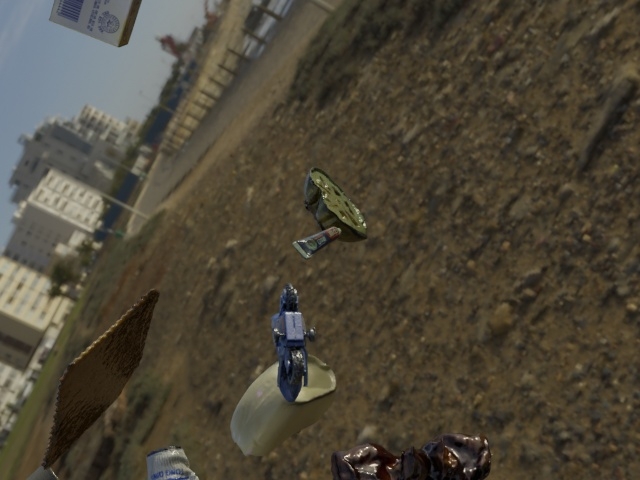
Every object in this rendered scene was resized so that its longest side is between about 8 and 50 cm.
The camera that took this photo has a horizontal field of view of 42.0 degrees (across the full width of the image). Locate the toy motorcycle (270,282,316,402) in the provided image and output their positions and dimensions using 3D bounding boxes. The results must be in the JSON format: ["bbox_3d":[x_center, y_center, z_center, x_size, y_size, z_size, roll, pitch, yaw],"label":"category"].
[{"bbox_3d":[-0.055,0.181,1.517,0.114,0.076,0.205,104,163,-51],"label":"toy motorcycle"}]

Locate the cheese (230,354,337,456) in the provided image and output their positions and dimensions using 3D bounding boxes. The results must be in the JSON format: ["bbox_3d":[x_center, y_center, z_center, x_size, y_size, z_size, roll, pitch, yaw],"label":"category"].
[{"bbox_3d":[-0.084,0.377,1.895,0.266,0.127,0.233,-13,-38,-51],"label":"cheese"}]

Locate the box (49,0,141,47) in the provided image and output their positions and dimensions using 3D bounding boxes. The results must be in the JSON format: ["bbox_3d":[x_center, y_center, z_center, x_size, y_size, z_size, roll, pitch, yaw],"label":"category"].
[{"bbox_3d":[-0.469,-0.576,1.826,0.097,0.168,0.265,-93,23,-71],"label":"box"}]

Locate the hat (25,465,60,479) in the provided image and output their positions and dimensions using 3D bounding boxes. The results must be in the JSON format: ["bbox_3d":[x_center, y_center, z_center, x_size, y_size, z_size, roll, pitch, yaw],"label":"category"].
[{"bbox_3d":[-0.651,0.588,1.828,0.144,0.166,0.173,-16,-39,-51],"label":"hat"}]

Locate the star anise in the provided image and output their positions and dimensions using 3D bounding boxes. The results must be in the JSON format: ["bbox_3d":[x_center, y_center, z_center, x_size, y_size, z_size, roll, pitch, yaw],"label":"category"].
[{"bbox_3d":[0.123,0.320,1.077,0.220,0.190,0.126,-18,31,2],"label":"star anise"}]

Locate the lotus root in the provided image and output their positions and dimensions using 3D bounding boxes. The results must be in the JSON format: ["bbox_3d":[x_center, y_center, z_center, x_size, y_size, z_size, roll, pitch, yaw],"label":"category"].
[{"bbox_3d":[0.020,-0.070,1.949,0.078,0.203,0.183,-37,28,18],"label":"lotus root"}]

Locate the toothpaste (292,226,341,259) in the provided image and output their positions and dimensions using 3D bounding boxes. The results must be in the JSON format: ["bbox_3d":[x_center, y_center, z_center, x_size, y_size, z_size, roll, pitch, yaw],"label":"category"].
[{"bbox_3d":[0.000,0.000,1.405,0.021,0.037,0.140,-47,-11,32],"label":"toothpaste"}]

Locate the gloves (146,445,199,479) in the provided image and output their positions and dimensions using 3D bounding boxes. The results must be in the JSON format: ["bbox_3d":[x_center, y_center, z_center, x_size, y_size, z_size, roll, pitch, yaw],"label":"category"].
[{"bbox_3d":[-0.289,0.516,1.613,0.097,0.119,0.229,154,107,-77],"label":"gloves"}]

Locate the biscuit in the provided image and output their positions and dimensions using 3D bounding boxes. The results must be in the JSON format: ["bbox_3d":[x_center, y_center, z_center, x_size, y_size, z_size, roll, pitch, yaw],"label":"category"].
[{"bbox_3d":[-0.321,0.202,1.232,0.237,0.013,0.232,-48,-16,-52],"label":"biscuit"}]
